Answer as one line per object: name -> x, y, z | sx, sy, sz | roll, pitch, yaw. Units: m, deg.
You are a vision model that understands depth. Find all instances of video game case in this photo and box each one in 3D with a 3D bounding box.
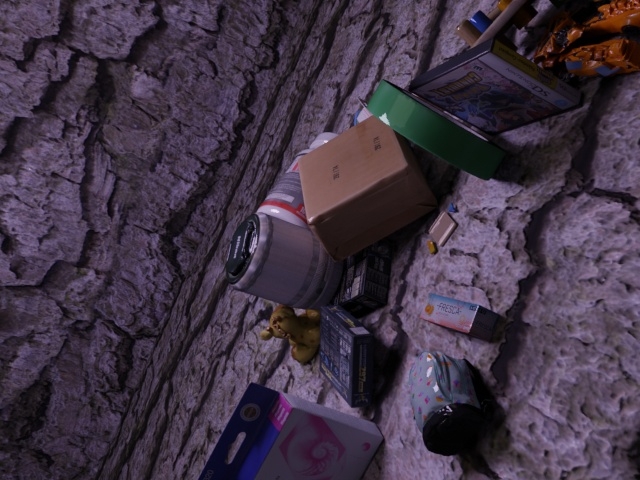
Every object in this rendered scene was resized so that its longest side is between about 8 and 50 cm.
video game case -> 0.363, -0.313, 1.432 | 0.275, 0.248, 0.035 | -11, 60, 63

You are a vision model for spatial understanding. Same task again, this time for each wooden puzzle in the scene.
wooden puzzle -> 0.292, -0.027, 1.615 | 0.116, 0.014, 0.078 | -55, 29, 25

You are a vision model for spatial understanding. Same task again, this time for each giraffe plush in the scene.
giraffe plush -> -0.078, 0.251, 1.939 | 0.181, 0.171, 0.210 | -65, 23, 1

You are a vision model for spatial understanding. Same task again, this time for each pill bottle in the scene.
pill bottle -> -0.027, -0.152, 2.096 | 0.210, 0.210, 0.362 | -24, 30, 58

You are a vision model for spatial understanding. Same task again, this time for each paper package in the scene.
paper package -> 0.114, -0.151, 1.796 | 0.310, 0.168, 0.324 | -29, 34, 12

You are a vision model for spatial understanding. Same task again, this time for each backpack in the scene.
backpack -> 0.238, 0.295, 1.287 | 0.152, 0.115, 0.182 | -53, 23, 33

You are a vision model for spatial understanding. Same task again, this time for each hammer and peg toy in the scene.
hammer and peg toy -> 0.449, -0.520, 1.529 | 0.266, 0.127, 0.361 | -47, -2, 30

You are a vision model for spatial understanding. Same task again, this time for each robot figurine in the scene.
robot figurine -> 0.540, -0.404, 1.348 | 0.211, 0.085, 0.291 | -64, 23, -1

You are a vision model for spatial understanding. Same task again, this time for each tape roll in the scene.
tape roll -> 0.257, -0.247, 1.505 | 0.077, 0.321, 0.321 | -60, 23, 17

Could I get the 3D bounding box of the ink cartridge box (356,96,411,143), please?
ink cartridge box -> 0.174, -0.337, 1.955 | 0.060, 0.180, 0.104 | -57, 24, 19

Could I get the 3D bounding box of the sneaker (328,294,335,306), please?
sneaker -> 0.032, 0.128, 1.947 | 0.215, 0.084, 0.083 | -102, 23, -64

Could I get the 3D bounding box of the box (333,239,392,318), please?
box -> 0.112, 0.099, 1.796 | 0.147, 0.078, 0.180 | -36, 37, 50

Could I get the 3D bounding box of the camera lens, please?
camera lens -> -0.104, 0.059, 1.834 | 0.219, 0.274, 0.219 | -45, 34, 43

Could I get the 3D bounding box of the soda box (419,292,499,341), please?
soda box -> 0.283, 0.156, 1.395 | 0.183, 0.058, 0.062 | 10, 77, 66

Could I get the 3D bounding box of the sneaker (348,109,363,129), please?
sneaker -> 0.119, -0.339, 2.247 | 0.078, 0.067, 0.188 | 119, 168, -77

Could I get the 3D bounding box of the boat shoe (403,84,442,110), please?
boat shoe -> 0.284, -0.407, 1.888 | 0.285, 0.103, 0.092 | 179, 111, -73

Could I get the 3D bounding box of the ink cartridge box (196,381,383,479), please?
ink cartridge box -> -0.076, 0.506, 1.484 | 0.324, 0.330, 0.071 | -62, 23, 9

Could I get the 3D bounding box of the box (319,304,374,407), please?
box -> 0.061, 0.280, 1.670 | 0.233, 0.059, 0.183 | -148, 58, -68
